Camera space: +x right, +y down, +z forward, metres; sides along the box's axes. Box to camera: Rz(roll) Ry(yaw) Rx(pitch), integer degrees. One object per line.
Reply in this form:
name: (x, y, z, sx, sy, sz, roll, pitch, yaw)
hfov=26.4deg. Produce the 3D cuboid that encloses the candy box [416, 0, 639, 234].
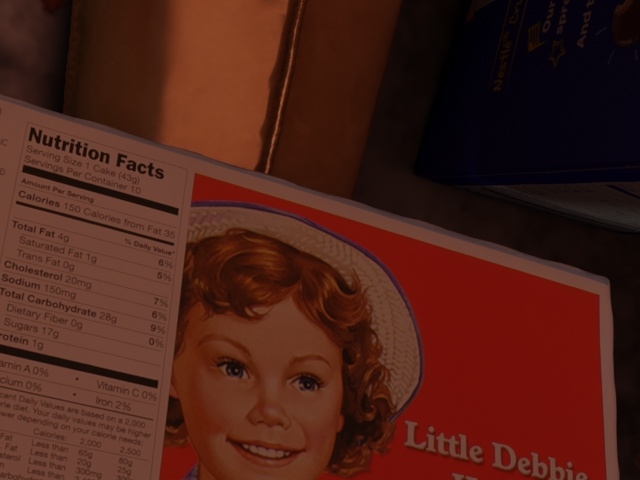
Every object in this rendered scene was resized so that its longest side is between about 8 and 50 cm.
candy box: (0.181, -0.137, 0.500, 0.122, 0.317, 0.268, 18, 86, -21)

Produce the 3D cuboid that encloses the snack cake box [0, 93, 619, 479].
snack cake box: (-0.038, 0.061, 0.421, 0.264, 0.089, 0.152, 17, 57, -21)

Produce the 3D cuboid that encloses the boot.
boot: (0.000, 0.000, 0.553, 0.236, 0.089, 0.270, 14, 85, -25)
